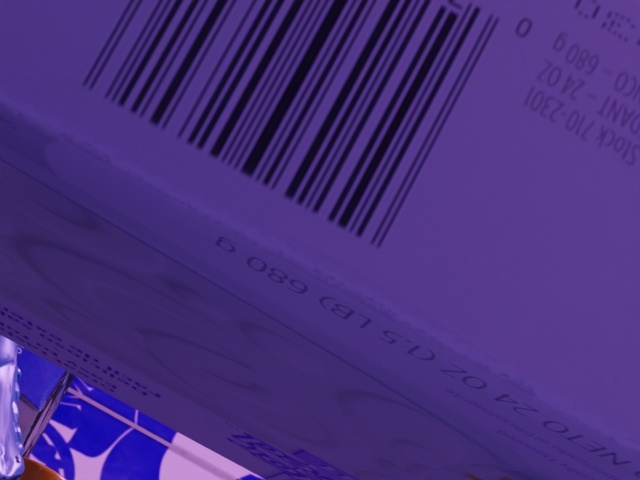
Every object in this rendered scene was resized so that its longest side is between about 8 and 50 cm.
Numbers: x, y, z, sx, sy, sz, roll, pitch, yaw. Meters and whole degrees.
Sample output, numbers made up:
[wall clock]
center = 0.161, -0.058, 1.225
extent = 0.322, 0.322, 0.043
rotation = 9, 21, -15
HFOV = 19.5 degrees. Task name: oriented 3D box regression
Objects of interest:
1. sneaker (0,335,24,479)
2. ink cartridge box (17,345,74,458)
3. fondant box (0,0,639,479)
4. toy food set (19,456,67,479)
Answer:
[sneaker]
center = -0.161, 0.088, 0.817
extent = 0.069, 0.082, 0.209
rotation = -61, -176, 32
[ink cartridge box]
center = -0.170, 0.053, 1.131
extent = 0.165, 0.065, 0.332
rotation = -61, -178, -26
[fondant box]
center = 0.000, 0.000, 0.489
extent = 0.096, 0.238, 0.330
rotation = -62, -177, -12
[toy food set]
center = -0.214, 0.188, 1.092
extent = 0.104, 0.111, 0.232
rotation = -62, -174, -21
